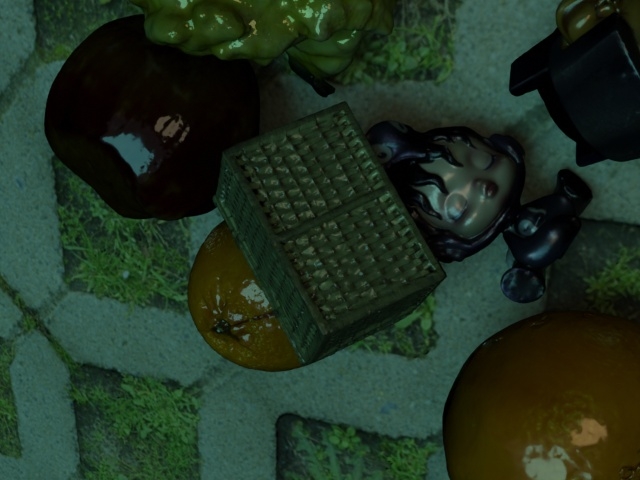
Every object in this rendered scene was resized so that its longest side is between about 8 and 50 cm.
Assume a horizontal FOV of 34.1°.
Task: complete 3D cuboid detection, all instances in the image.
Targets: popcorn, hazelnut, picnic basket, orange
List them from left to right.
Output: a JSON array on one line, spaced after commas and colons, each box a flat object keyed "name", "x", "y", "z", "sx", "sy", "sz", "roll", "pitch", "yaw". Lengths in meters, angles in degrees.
[{"name": "hazelnut", "x": -0.167, "y": -0.127, "z": 1.098, "sx": 0.234, "sy": 0.218, "sz": 0.218, "roll": 30, "pitch": 127, "yaw": 22}, {"name": "popcorn", "x": -0.050, "y": -0.267, "z": 0.913, "sx": 0.293, "sy": 0.293, "sz": 0.237, "roll": 38, "pitch": 112, "yaw": 8}, {"name": "orange", "x": -0.055, "y": 0.058, "z": 1.140, "sx": 0.193, "sy": 0.161, "sz": 0.193, "roll": 13, "pitch": 129, "yaw": 17}, {"name": "picnic basket", "x": 0.000, "y": 0.000, "z": 0.989, "sx": 0.196, "sy": 0.134, "sz": 0.154, "roll": 60, "pitch": 164, "yaw": 13}, {"name": "orange", "x": 0.238, "y": 0.183, "z": 0.982, "sx": 0.246, "sy": 0.246, "sz": 0.246, "roll": 14, "pitch": 121, "yaw": 25}]

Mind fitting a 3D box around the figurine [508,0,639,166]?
[{"name": "figurine", "x": 0.291, "y": -0.160, "z": 0.829, "sx": 0.308, "sy": 0.143, "sz": 0.309, "roll": 12, "pitch": 117, "yaw": 24}]

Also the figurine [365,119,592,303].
[{"name": "figurine", "x": 0.137, "y": -0.044, "z": 1.006, "sx": 0.222, "sy": 0.145, "sz": 0.145, "roll": 32, "pitch": 127, "yaw": 8}]
